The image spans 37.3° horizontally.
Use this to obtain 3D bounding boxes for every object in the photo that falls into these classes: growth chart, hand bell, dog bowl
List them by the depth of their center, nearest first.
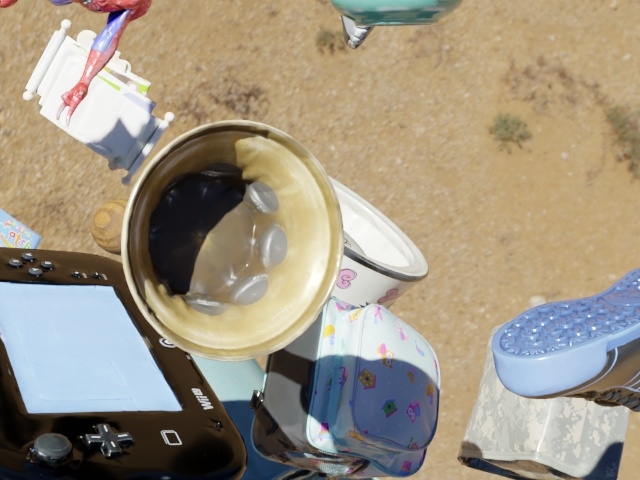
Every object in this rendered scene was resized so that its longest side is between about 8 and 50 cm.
[{"bbox_3d":[-0.099,-0.004,0.595,0.126,0.242,0.126,-1,93,-29],"label":"hand bell"},{"bbox_3d":[-0.349,-0.219,1.497,0.237,0.172,0.021,40,18,-12],"label":"growth chart"},{"bbox_3d":[0.000,0.000,1.816,0.408,0.150,0.408,32,16,-10],"label":"dog bowl"}]

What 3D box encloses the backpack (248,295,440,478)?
[{"bbox_3d":[0.039,0.154,0.945,0.188,0.144,0.165,38,49,-46],"label":"backpack"}]

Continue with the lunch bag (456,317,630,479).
[{"bbox_3d":[0.331,0.243,1.441,0.169,0.287,0.235,22,73,-17],"label":"lunch bag"}]

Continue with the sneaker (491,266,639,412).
[{"bbox_3d":[0.201,0.082,0.642,0.232,0.081,0.090,-14,103,-41],"label":"sneaker"}]

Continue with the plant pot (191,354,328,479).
[{"bbox_3d":[-0.182,0.279,1.351,0.341,0.341,0.334,-26,58,-35],"label":"plant pot"}]

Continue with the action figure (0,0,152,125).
[{"bbox_3d":[-0.232,-0.185,0.755,0.139,0.280,0.091,-56,132,-14],"label":"action figure"}]

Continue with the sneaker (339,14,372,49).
[{"bbox_3d":[0.044,-0.395,1.446,0.132,0.228,0.086,34,66,2],"label":"sneaker"}]

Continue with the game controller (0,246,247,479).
[{"bbox_3d":[-0.172,0.082,0.661,0.166,0.319,0.067,-4,117,-27],"label":"game controller"}]

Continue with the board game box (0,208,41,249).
[{"bbox_3d":[-0.629,0.040,1.764,0.160,0.039,0.211,42,51,-36],"label":"board game box"}]

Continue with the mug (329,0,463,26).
[{"bbox_3d":[0.069,-0.237,0.826,0.130,0.158,0.097,-2,102,-5],"label":"mug"}]

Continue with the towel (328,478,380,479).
[{"bbox_3d":[0.083,0.518,1.748,0.370,0.040,0.271,37,23,-2],"label":"towel"}]
